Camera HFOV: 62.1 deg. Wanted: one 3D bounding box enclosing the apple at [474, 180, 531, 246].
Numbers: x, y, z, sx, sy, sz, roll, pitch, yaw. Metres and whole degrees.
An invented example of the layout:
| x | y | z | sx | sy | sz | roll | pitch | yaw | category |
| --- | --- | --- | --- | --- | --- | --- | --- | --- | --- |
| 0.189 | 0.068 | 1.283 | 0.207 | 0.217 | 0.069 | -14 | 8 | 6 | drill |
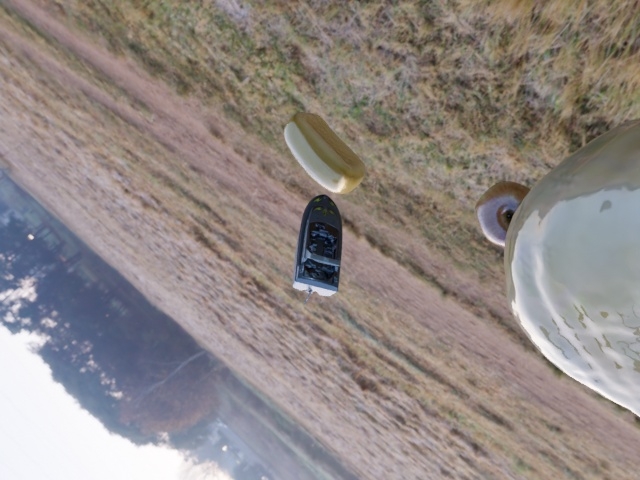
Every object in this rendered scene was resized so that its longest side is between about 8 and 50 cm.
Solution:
| x | y | z | sx | sy | sz | roll | pitch | yaw | category |
| --- | --- | --- | --- | --- | --- | --- | --- | --- | --- |
| 0.234 | -0.032 | 0.656 | 0.084 | 0.084 | 0.071 | 38 | -161 | 14 | apple |

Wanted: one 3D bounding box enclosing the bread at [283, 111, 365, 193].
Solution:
| x | y | z | sx | sy | sz | roll | pitch | yaw | category |
| --- | --- | --- | --- | --- | --- | --- | --- | --- | --- |
| 0.002 | -0.197 | 1.228 | 0.217 | 0.098 | 0.147 | 49 | -154 | 12 | bread |

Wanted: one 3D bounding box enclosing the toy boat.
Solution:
| x | y | z | sx | sy | sz | roll | pitch | yaw | category |
| --- | --- | --- | --- | --- | --- | --- | --- | --- | --- |
| 0.000 | 0.000 | 1.079 | 0.092 | 0.246 | 0.103 | 16 | 142 | -13 | toy boat |

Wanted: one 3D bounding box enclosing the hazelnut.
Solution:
| x | y | z | sx | sy | sz | roll | pitch | yaw | category |
| --- | --- | --- | --- | --- | --- | --- | --- | --- | --- |
| 0.271 | 0.022 | 0.394 | 0.261 | 0.261 | 0.241 | 5 | 101 | 61 | hazelnut |
